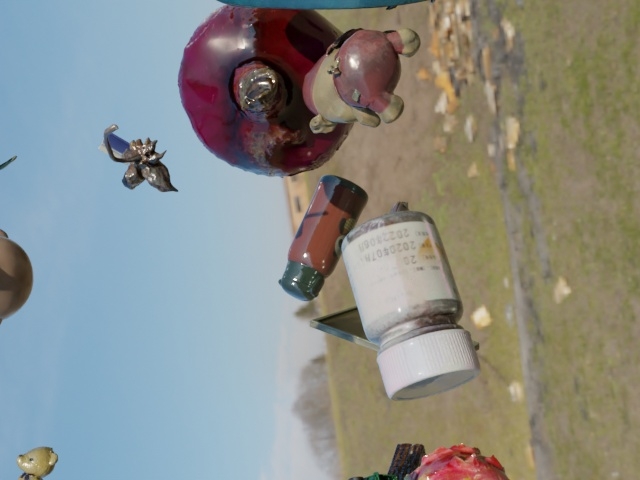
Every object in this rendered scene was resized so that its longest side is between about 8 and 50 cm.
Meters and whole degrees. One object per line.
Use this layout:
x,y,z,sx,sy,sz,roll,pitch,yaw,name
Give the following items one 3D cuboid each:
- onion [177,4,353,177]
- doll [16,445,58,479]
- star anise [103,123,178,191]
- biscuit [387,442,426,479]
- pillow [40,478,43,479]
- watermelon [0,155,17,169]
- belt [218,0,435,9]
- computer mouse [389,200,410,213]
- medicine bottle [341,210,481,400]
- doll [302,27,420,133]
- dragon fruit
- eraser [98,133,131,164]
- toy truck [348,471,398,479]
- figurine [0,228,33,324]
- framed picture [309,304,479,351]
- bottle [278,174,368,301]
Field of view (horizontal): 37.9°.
-0.117,-0.302,1.931,0.420,0.399,0.398,-73,-24,-68,onion
-0.379,0.320,1.234,0.061,0.051,0.093,16,100,54,doll
-0.396,-0.159,1.937,0.148,0.218,0.227,43,-153,13,star anise
0.188,0.579,2.122,0.252,0.070,0.106,-58,-41,-54,biscuit
-0.608,0.602,1.801,0.305,0.108,0.308,5,-142,-53,pillow
-0.697,-0.200,1.763,0.215,0.188,0.188,44,-159,-28,watermelon
0.018,-0.501,1.612,0.300,0.437,0.173,-65,-21,-61,belt
0.146,0.043,1.747,0.120,0.057,0.232,-48,-46,-75,computer mouse
0.143,0.103,1.483,0.165,0.165,0.273,80,173,-68,medicine bottle
0.069,-0.284,1.639,0.152,0.196,0.256,50,162,-15,doll
0.246,0.473,1.566,0.210,0.205,0.268,-52,29,40,dragon fruit
-0.505,-0.231,2.319,0.027,0.085,0.063,-48,23,30,eraser
0.051,0.428,1.526,0.079,0.147,0.065,21,-128,-46,toy truck
-0.468,0.054,1.313,0.138,0.125,0.125,-100,1,-49,figurine
0.170,0.214,2.114,0.240,0.324,0.020,-11,-66,-57,framed picture
0.000,0.000,2.483,0.144,0.144,0.336,79,-145,-76,bottle
